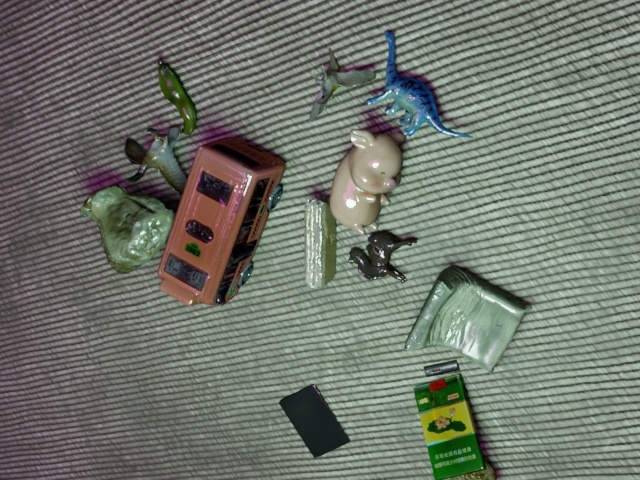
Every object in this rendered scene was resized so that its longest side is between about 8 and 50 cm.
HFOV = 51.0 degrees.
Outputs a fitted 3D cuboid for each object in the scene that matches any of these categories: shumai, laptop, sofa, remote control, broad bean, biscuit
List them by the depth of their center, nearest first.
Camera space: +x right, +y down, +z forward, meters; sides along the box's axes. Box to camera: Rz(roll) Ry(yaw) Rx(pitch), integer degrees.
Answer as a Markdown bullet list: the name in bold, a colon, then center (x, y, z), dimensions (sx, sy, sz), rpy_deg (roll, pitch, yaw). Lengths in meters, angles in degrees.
- **sofa**: center (0.348, 0.197, 1.593), dimensions (0.225, 0.176, 0.210), rpy_deg (30, 111, 12)
- **shumai**: center (0.376, 0.602, 1.704), dimensions (0.139, 0.123, 0.105), rpy_deg (-2, 96, 50)
- **biscuit**: center (0.000, 0.000, 1.716), dimensions (0.062, 0.108, 0.238), rpy_deg (4, 104, 18)
- **remote control**: center (0.311, 0.331, 1.728), dimensions (0.091, 0.016, 0.034), rpy_deg (-18, 91, 23)
- **shumai**: center (-0.517, -0.048, 1.785), dimensions (0.222, 0.225, 0.261), rpy_deg (47, 147, -24)
- **broad bean**: center (-0.386, -0.388, 1.803), dimensions (0.070, 0.048, 0.213), rpy_deg (-15, 100, 36)
- **laptop**: center (-0.017, 0.510, 1.900), dimensions (0.135, 0.016, 0.197), rpy_deg (-31, 92, 24)

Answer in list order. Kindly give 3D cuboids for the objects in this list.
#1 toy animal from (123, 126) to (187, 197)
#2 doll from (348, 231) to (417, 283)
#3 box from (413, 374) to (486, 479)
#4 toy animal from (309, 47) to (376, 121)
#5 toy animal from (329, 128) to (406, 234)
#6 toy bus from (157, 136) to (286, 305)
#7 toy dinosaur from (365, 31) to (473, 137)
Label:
- **toy animal**: center (-0.456, -0.225, 1.794), dimensions (0.273, 0.197, 0.160), rpy_deg (32, 118, 18)
- **doll**: center (0.151, 0.041, 1.700), dimensions (0.165, 0.057, 0.139), rpy_deg (16, 111, 22)
- **box**: center (0.322, 0.468, 1.685), dimensions (0.132, 0.034, 0.235), rpy_deg (-24, 62, 24)
- **toy animal**: center (0.025, -0.397, 1.611), dimensions (0.219, 0.095, 0.155), rpy_deg (-18, 84, 37)
- **toy animal**: center (0.110, -0.146, 1.617), dimensions (0.154, 0.166, 0.250), rpy_deg (36, 117, 19)
- **toy bus**: center (-0.263, -0.038, 1.741), dimensions (0.203, 0.233, 0.426), rpy_deg (27, 110, 13)
- **toy dinosaur**: center (0.205, -0.324, 1.580), dimensions (0.144, 0.076, 0.329), rpy_deg (-40, 77, 24)
